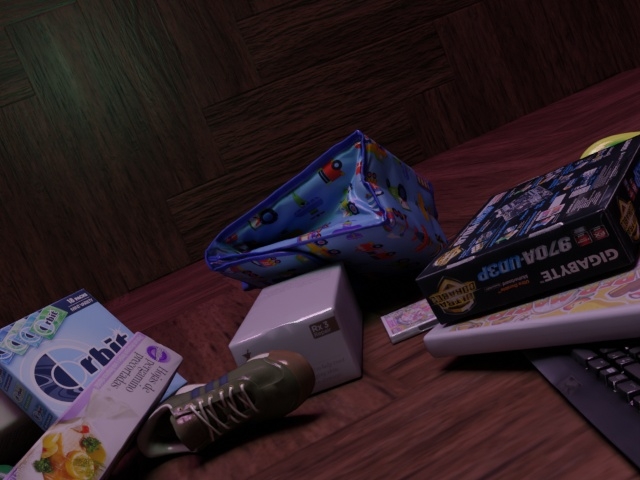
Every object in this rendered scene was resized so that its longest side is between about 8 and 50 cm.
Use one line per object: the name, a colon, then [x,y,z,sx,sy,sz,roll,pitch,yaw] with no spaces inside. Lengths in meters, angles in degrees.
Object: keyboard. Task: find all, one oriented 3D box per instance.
keyboard: [0.253,0.059,0.461,0.202,0.033,0.317,-22,8,2]

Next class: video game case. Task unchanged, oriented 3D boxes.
video game case: [0.224,0.026,0.579,0.206,0.026,0.227,-34,8,-36]
video game case: [0.130,0.077,0.771,0.122,0.011,0.087,-22,7,1]

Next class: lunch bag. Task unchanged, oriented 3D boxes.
lunch bag: [0.000,0.000,0.962,0.293,0.138,0.221,-25,-25,25]

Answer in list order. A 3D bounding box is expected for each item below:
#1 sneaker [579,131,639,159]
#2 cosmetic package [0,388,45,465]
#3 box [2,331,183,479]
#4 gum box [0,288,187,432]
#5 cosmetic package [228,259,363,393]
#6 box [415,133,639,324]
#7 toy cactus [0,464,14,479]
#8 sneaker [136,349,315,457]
sneaker: [0.423,-0.073,0.709,0.296,0.109,0.123,-16,36,18]
cosmetic package: [-0.437,0.230,0.789,0.309,0.113,0.160,-32,-16,-49]
box: [-0.211,0.186,0.627,0.067,0.063,0.324,-58,3,17]
gum box: [-0.275,0.154,0.806,0.157,0.184,0.041,-33,-21,-56]
cosmetic package: [-0.017,0.099,0.785,0.117,0.085,0.231,-21,9,9]
box: [0.208,-0.016,0.631,0.175,0.051,0.220,-25,8,38]
toy cactus: [-0.303,0.236,0.656,0.181,0.112,0.219,-16,-6,-28]
sneaker: [-0.096,0.163,0.644,0.192,0.064,0.086,-24,6,36]
